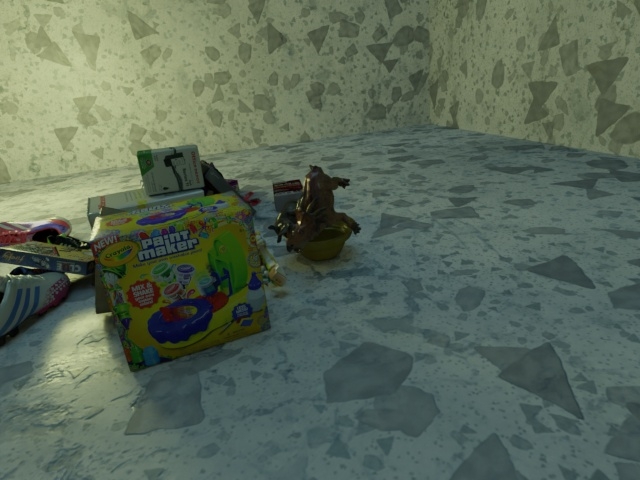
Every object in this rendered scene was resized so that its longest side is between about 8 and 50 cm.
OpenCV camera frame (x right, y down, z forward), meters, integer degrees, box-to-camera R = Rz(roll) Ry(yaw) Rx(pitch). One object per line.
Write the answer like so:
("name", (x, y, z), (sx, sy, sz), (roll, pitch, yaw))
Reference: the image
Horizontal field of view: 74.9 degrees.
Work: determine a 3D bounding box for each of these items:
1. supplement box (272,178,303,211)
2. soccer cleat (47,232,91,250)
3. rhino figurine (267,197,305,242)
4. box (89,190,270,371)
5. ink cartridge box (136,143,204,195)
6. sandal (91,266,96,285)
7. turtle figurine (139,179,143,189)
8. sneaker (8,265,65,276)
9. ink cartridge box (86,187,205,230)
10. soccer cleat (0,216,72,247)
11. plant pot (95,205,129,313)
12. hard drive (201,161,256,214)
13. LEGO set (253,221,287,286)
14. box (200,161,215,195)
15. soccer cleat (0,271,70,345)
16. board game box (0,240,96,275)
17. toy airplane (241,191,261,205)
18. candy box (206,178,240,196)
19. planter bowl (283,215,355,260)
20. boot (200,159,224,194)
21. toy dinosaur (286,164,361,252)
("supplement box", (-0.136, -0.197, 1.794), (0.130, 0.073, 0.239), (-9, 21, -5))
("soccer cleat", (-0.883, 0.012, 1.469), (0.178, 0.073, 0.060), (-1, 22, 13))
("rhino figurine", (-0.081, -0.061, 1.189), (0.106, 0.073, 0.243), (-19, 20, 21))
("box", (-0.284, 0.070, 0.879), (0.289, 0.280, 0.177), (-15, 23, -19))
("ink cartridge box", (-0.534, -0.256, 1.506), (0.208, 0.153, 0.087), (-12, 22, -17))
("sandal", (-0.608, 0.071, 1.263), (0.060, 0.090, 0.219), (18, 17, 3))
("turtle figurine", (-0.700, -0.212, 1.782), (0.118, 0.175, 0.234), (31, 41, -13))
("sneaker", (-0.825, 0.107, 1.192), (0.083, 0.087, 0.221), (0, 20, 12))
("ink cartridge box", (-0.639, -0.099, 1.562), (0.384, 0.161, 0.279), (-14, 23, -23))
("soccer cleat", (-1.118, -0.016, 1.568), (0.317, 0.109, 0.116), (-11, 26, -18))
("plant pot", (-0.407, 0.054, 1.057), (0.273, 0.257, 0.256), (4, 16, -25))
("hard drive", (-0.376, -0.200, 1.671), (0.054, 0.255, 0.172), (-47, 32, -6))
("LEGO set", (-0.179, 0.058, 1.128), (0.107, 0.132, 0.287), (-28, 50, -9))
("box", (-0.608, -0.245, 1.917), (0.200, 0.057, 0.294), (-12, 37, 12))
("soccer cleat", (-0.749, 0.129, 1.042), (0.115, 0.143, 0.331), (-5, 21, 3))
("board game box", (-0.780, 0.051, 1.241), (0.242, 0.042, 0.165), (10, 5, -4))
("toy airplane", (-0.326, -0.179, 1.858), (0.151, 0.028, 0.151), (-7, 27, 4))
("candy box", (-0.530, -0.246, 2.023), (0.233, 0.071, 0.159), (11, 30, 36))
("planter bowl", (0.000, 0.000, 1.232), (0.216, 0.091, 0.217), (-6, 24, 3))
("boot", (-0.456, -0.247, 1.802), (0.090, 0.207, 0.248), (-41, 12, 12))
("toy dinosaur", (-0.009, -0.111, 1.107), (0.127, 0.296, 0.200), (-22, -27, 32))
